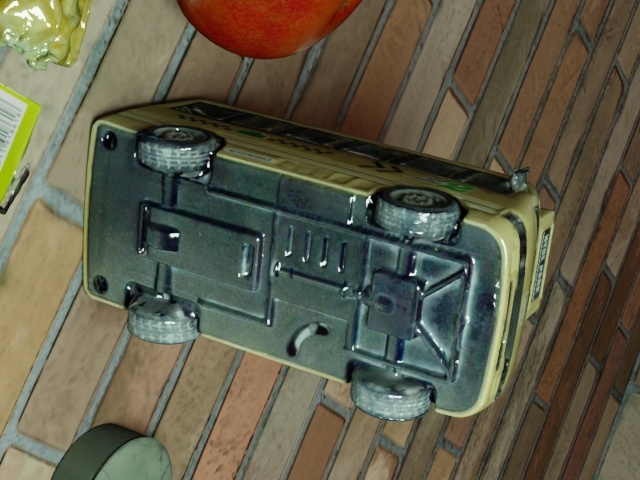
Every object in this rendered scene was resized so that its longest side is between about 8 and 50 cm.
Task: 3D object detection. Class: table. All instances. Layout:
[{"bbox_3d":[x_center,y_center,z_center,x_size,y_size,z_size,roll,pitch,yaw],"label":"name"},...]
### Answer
[{"bbox_3d":[-0.187,0.230,1.305,0.133,0.043,0.133,-39,137,-47],"label":"table"}]

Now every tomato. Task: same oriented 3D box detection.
[{"bbox_3d":[-0.028,-0.232,1.192,0.195,0.136,0.195,-44,176,-4],"label":"tomato"}]

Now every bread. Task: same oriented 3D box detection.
[{"bbox_3d":[-0.171,-0.250,1.006,0.098,0.087,0.269,-1,110,-86],"label":"bread"}]

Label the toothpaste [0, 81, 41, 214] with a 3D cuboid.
[{"bbox_3d":[-0.298,-0.104,0.845,0.327,0.110,0.077,32,79,-61],"label":"toothpaste"}]

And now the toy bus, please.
[{"bbox_3d":[0.000,0.000,1.178,0.202,0.365,0.176,-27,129,-57],"label":"toy bus"}]
